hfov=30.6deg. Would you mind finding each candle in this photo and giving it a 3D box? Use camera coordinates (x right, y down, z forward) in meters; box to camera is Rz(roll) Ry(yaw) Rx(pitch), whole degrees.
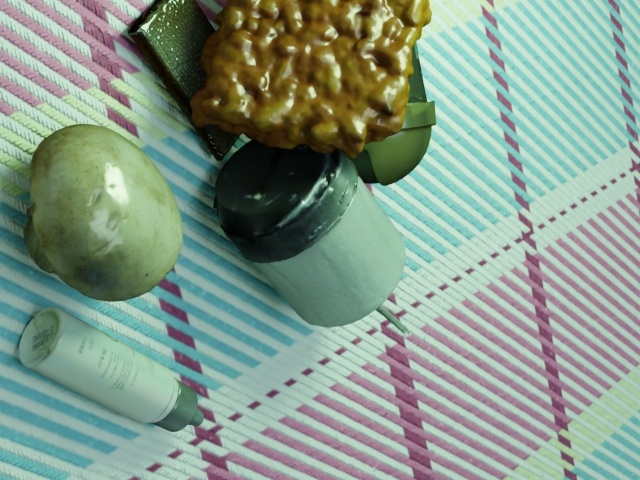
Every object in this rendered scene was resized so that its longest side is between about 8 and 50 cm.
[{"bbox_3d":[0.000,0.000,1.807,0.342,0.221,0.221,53,58,-38],"label":"candle"}]

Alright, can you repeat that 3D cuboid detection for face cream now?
[{"bbox_3d":[-0.272,0.195,1.629,0.311,0.092,0.092,36,68,-39],"label":"face cream"}]

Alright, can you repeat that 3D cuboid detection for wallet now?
[{"bbox_3d":[-0.182,-0.250,1.730,0.243,0.039,0.133,55,51,-32],"label":"wallet"}]

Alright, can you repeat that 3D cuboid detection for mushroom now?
[{"bbox_3d":[-0.286,-0.035,1.536,0.255,0.184,0.255,43,20,-20],"label":"mushroom"}]

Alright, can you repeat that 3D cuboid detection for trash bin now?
[{"bbox_3d":[0.068,-0.250,1.862,0.214,0.214,0.334,-17,99,-43],"label":"trash bin"}]

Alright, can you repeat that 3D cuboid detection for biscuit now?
[{"bbox_3d":[-0.012,-0.278,1.687,0.110,0.318,0.312,94,9,-74],"label":"biscuit"}]
